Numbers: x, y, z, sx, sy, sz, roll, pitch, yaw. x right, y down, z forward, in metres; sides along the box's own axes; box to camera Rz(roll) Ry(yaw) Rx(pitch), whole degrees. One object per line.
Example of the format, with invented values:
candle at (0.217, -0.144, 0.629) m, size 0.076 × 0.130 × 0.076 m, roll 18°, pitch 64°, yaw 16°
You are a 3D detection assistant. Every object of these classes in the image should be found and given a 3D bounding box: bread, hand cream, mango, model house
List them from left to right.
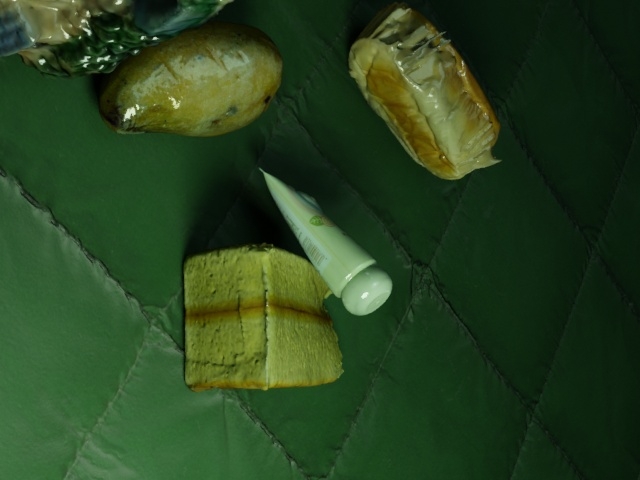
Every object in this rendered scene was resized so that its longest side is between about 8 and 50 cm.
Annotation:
model house at (-0.386, -0.443, 1.413) m, size 0.400 × 0.445 × 0.394 m, roll 2°, pitch 85°, yaw -48°
mango at (-0.214, -0.263, 1.781) m, size 0.330 × 0.175 × 0.176 m, roll -7°, pitch 67°, yaw -29°
bread at (-0.036, 0.134, 1.849) m, size 0.362 × 0.245 × 0.233 m, roll 5°, pitch 80°, yaw -42°
hand cream at (0.000, 0.000, 1.885) m, size 0.093 × 0.306 × 0.147 m, roll -42°, pitch 159°, yaw -1°
bread at (0.213, -0.303, 2.191) m, size 0.183 × 0.236 × 0.388 m, roll -49°, pitch 128°, yaw -20°
